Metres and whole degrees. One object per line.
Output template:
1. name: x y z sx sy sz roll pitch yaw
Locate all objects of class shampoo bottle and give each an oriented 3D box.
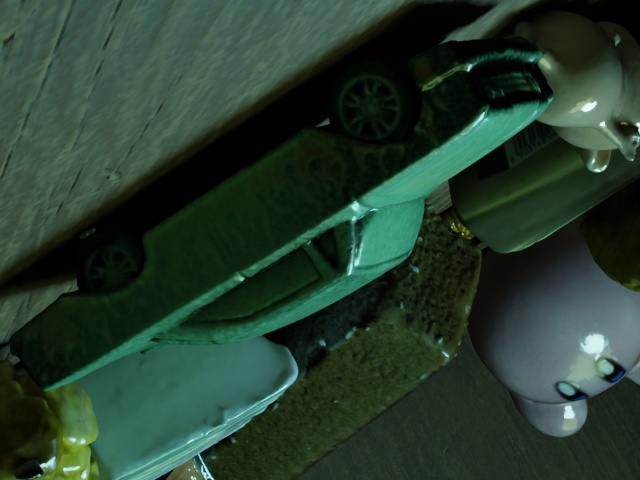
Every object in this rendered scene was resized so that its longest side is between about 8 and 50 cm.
1. shampoo bottle: 0.232 -0.115 1.130 0.350 0.084 0.125 -36 -146 37

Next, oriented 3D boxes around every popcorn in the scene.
1. popcorn: -0.238 0.159 1.173 0.194 0.140 0.163 -41 162 13

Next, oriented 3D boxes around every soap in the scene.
1. soap: -0.155 0.141 1.438 0.208 0.115 0.347 -26 173 -16

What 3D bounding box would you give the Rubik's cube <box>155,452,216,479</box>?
1. Rubik's cube: -0.189 0.317 1.662 0.167 0.180 0.183 -9 -148 35

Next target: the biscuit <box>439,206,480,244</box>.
1. biscuit: 0.196 -0.028 1.936 0.305 0.038 0.305 -28 173 -4

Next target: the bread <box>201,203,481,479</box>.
1. bread: -0.014 0.138 1.683 0.416 0.113 0.165 -43 -166 39

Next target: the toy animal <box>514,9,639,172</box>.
1. toy animal: 0.157 -0.100 1.045 0.089 0.083 0.150 11 171 28

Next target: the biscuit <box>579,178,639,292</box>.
1. biscuit: 0.307 -0.101 1.171 0.334 0.081 0.289 -48 -157 9

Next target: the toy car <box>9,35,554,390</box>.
1. toy car: -0.016 -0.008 0.951 0.321 0.097 0.141 -31 174 25

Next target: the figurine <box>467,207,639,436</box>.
1. figurine: 0.266 0.065 1.961 0.270 0.261 0.211 -29 146 18
